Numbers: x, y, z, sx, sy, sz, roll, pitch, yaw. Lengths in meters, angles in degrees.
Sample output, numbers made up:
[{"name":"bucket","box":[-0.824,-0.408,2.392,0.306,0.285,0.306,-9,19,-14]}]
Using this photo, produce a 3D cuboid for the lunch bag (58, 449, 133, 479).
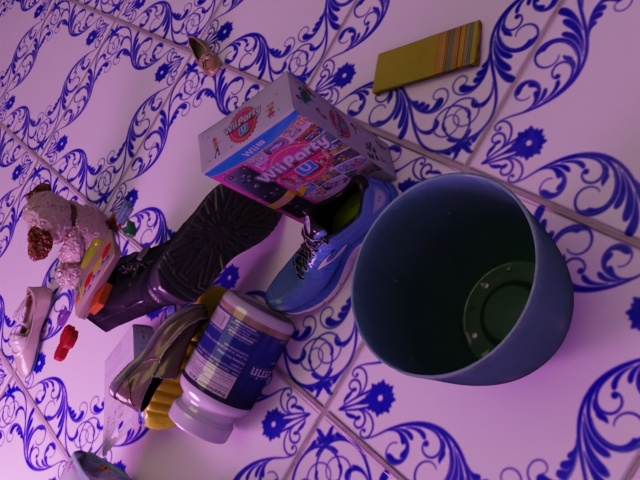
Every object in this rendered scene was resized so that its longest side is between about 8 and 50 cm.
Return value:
[{"name":"lunch bag","box":[-0.470,0.581,1.577,0.262,0.160,0.223,23,88,39]}]

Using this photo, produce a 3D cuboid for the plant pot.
[{"name":"plant pot","box":[0.230,0.079,1.130,0.293,0.235,0.293,-18,61,35]}]

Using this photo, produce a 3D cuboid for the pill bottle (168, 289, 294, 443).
[{"name":"pill bottle","box":[-0.173,0.241,1.471,0.153,0.153,0.265,30,92,45]}]

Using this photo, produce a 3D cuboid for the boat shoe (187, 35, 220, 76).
[{"name":"boat shoe","box":[-0.302,-0.476,1.988,0.056,0.048,0.153,-43,48,19]}]

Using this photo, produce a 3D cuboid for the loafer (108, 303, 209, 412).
[{"name":"loafer","box":[-0.293,0.228,1.485,0.087,0.094,0.251,42,93,17]}]

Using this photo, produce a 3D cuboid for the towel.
[{"name":"towel","box":[0.205,-0.352,1.504,0.237,0.021,0.102,-9,60,40]}]

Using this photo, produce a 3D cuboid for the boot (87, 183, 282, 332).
[{"name":"boot","box":[-0.314,0.032,1.695,0.367,0.146,0.445,-44,12,-35]}]

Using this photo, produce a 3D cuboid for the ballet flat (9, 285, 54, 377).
[{"name":"ballet flat","box":[-0.788,0.239,2.068,0.086,0.086,0.248,-4,69,41]}]

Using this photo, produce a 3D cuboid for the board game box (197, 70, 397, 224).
[{"name":"board game box","box":[-0.039,-0.153,1.426,0.224,0.303,0.097,-30,53,29]}]

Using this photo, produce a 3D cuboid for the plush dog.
[{"name":"plush dog","box":[-0.650,-0.037,1.969,0.210,0.225,0.262,-36,51,24]}]

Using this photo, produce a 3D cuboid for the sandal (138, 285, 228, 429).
[{"name":"sandal","box":[-0.289,0.238,1.609,0.138,0.126,0.317,10,69,47]}]

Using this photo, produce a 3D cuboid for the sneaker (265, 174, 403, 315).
[{"name":"sneaker","box":[0.000,0.000,1.433,0.330,0.147,0.130,-49,47,14]}]

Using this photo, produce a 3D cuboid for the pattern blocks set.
[{"name":"pattern blocks set","box":[-0.488,0.077,1.683,0.325,0.026,0.285,-52,30,18]}]

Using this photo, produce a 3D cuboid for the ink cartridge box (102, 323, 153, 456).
[{"name":"ink cartridge box","box":[-0.416,0.326,1.673,0.189,0.066,0.232,-46,46,42]}]
